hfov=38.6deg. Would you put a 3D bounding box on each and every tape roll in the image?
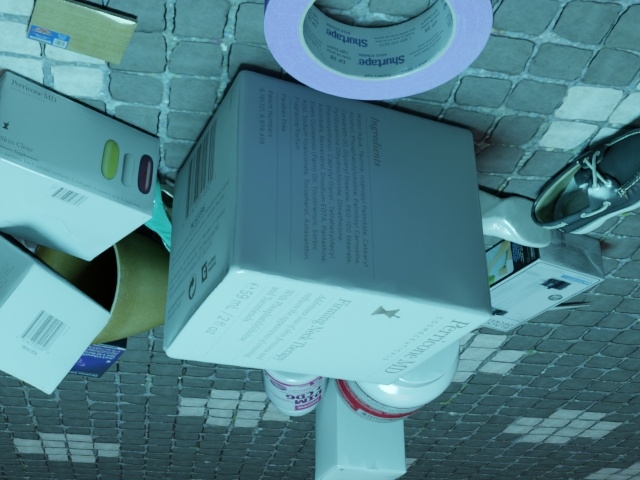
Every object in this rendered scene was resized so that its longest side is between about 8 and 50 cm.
[{"bbox_3d":[0.069,-0.289,1.114,0.274,0.090,0.275,-1,151,0],"label":"tape roll"}]

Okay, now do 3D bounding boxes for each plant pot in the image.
[{"bbox_3d":[-0.361,0.079,1.684,0.237,0.237,0.254,-19,164,31],"label":"plant pot"}]

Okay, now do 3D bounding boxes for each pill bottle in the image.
[{"bbox_3d":[-0.058,0.302,2.126,0.160,0.161,0.283,0,152,-1],"label":"pill bottle"},{"bbox_3d":[0.156,0.240,1.875,0.228,0.229,0.408,3,162,-5],"label":"pill bottle"}]

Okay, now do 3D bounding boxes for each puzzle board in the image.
[{"bbox_3d":[-0.316,-0.281,1.208,0.128,0.011,0.096,13,150,-22],"label":"puzzle board"}]

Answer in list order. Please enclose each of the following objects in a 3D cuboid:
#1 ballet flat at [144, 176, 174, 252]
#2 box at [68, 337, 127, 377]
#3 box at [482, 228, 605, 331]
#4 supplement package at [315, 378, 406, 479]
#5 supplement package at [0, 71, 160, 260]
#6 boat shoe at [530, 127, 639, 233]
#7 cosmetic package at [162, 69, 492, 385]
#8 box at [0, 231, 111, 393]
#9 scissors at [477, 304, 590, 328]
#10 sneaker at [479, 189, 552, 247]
[{"bbox_3d":[-0.255,-0.037,1.591,0.087,0.083,0.247,-21,150,8],"label":"ballet flat"},{"bbox_3d":[-0.526,0.214,2.018,0.153,0.108,0.207,13,148,-24],"label":"box"},{"bbox_3d":[0.390,0.077,1.788,0.169,0.087,0.290,16,148,-27],"label":"box"},{"bbox_3d":[0.092,0.439,2.240,0.177,0.293,0.175,10,150,-16],"label":"supplement package"},{"bbox_3d":[-0.412,-0.103,1.394,0.261,0.145,0.204,22,145,-36],"label":"supplement package"},{"bbox_3d":[0.443,-0.090,1.455,0.091,0.114,0.302,3,151,-18],"label":"boat shoe"},{"bbox_3d":[0.000,0.000,1.397,0.393,0.328,0.329,11,150,-21],"label":"cosmetic package"},{"bbox_3d":[-0.553,0.070,1.505,0.345,0.168,0.215,31,169,33],"label":"box"},{"bbox_3d":[0.431,0.153,1.996,0.297,0.021,0.109,-12,147,24],"label":"scissors"},{"bbox_3d":[0.306,-0.037,1.610,0.212,0.080,0.094,19,159,-19],"label":"sneaker"}]
